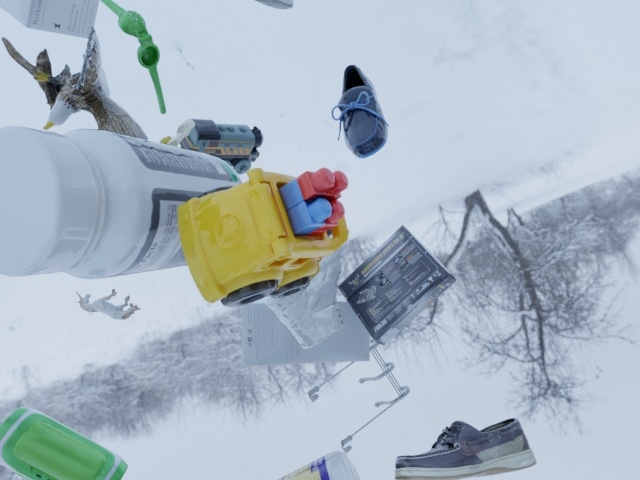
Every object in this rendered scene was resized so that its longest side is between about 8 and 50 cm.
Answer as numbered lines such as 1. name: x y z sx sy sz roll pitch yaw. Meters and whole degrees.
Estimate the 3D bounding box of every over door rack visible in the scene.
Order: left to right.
1. over door rack: 0.130 0.533 1.564 0.324 0.240 0.108 -35 -174 -20

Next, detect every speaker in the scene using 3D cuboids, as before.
1. speaker: -0.623 0.522 1.060 0.131 0.296 0.131 -55 -172 11

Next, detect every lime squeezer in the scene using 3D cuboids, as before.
1. lime squeezer: -0.415 -0.434 0.988 0.109 0.311 0.059 -9 -149 31

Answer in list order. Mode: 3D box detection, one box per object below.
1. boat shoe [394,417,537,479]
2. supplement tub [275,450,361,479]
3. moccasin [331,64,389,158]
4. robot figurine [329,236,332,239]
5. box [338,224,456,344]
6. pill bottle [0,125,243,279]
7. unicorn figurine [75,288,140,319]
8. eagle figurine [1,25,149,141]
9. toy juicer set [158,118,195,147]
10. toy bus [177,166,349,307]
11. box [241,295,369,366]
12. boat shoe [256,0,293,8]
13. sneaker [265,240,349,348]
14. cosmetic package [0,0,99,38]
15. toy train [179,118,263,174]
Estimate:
1. boat shoe: 0.250 0.366 0.778 0.285 0.093 0.103 3 151 -21
2. supplement tub: -0.058 0.533 0.729 0.331 0.241 0.241 -24 172 -5
3. moccasin: 0.088 -0.346 1.166 0.137 0.342 0.117 -25 131 15
4. robot figurine: 0.000 0.000 1.584 0.067 0.101 0.115 -29 142 23
5. box: 0.174 0.104 1.057 0.231 0.183 0.056 -45 138 9
6. pill bottle: -0.283 -0.051 0.659 0.204 0.204 0.361 -23 173 21
7. unicorn figurine: -0.606 0.182 1.253 0.111 0.162 0.060 -36 -155 18
8. eagle figurine: -0.491 -0.306 0.934 0.298 0.225 0.226 12 -179 27
9. toy juicer set: -0.402 -0.205 1.146 0.328 0.089 0.209 -24 -152 33
10. toy bus: -0.039 -0.020 0.588 0.211 0.150 0.220 -29 165 28
11. box: -0.049 0.250 1.276 0.345 0.169 0.215 0 177 -7
12. boat shoe: -0.217 -0.865 1.465 0.320 0.103 0.118 -1 -165 -42
13. sneaker: 0.008 0.126 1.061 0.108 0.169 0.292 -20 -161 47
14. cosmetic package: -0.712 -0.647 1.159 0.183 0.151 0.151 -28 151 -58
15. toy train: -0.359 -0.339 1.601 0.333 0.142 0.190 -9 147 -41
